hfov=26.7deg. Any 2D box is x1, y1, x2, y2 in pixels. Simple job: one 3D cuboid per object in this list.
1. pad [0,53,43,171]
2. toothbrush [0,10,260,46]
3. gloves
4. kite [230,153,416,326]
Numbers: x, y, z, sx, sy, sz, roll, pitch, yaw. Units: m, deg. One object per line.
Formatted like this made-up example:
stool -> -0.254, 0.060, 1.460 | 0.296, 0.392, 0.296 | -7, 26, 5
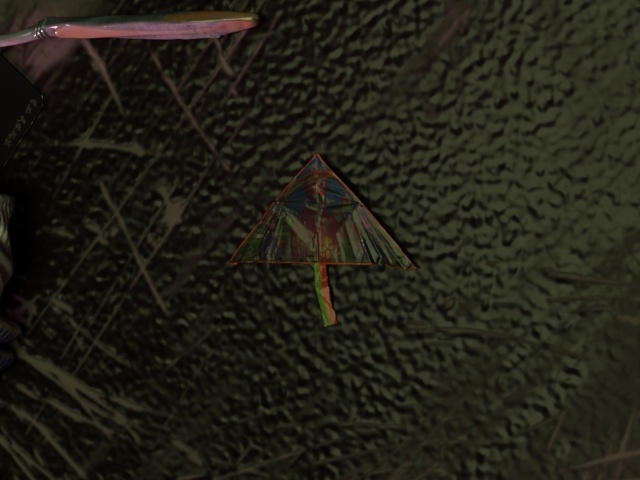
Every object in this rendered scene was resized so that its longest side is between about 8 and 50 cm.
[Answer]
pad -> -0.358, -0.118, 1.396 | 0.112, 0.003, 0.157 | 43, 108, 17
toothbrush -> -0.227, -0.207, 1.316 | 0.375, 0.028, 0.037 | 3, 64, 24
gloves -> -0.356, 0.049, 1.364 | 0.119, 0.097, 0.229 | 16, 107, 54
kite -> 0.000, 0.000, 1.233 | 0.190, 0.010, 0.159 | 3, 95, 26
